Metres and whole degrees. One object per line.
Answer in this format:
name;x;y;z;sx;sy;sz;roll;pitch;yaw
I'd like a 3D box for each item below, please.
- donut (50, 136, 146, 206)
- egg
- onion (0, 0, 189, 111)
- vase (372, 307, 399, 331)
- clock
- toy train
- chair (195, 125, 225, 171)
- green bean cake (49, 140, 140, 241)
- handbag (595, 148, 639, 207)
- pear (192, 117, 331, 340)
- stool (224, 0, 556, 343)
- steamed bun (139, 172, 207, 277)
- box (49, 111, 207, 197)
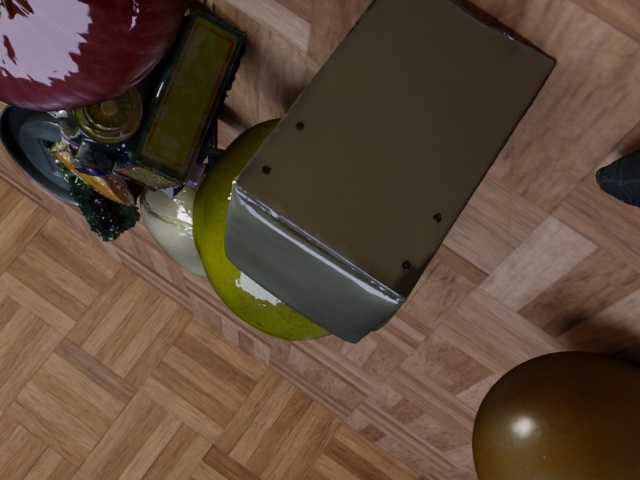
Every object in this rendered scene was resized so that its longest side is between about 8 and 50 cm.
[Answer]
donut;-0.326;-0.128;1.389;0.217;0.085;0.141;13;151;52
egg;0.370;0.297;1.173;0.351;0.282;0.282;24;162;8
onion;-0.276;-0.311;0.908;0.348;0.285;0.347;8;117;17
vase;0.000;0.000;1.382;0.299;0.143;0.143;34;164;20
clock;-0.511;-0.181;1.848;0.325;0.067;0.325;19;146;13
toy train;-0.211;-0.187;1.095;0.177;0.260;0.134;24;170;-25
chair;-0.138;-0.154;1.351;0.213;0.101;0.084;-1;165;-6
green bean cake;-0.407;-0.087;1.664;0.193;0.107;0.208;45;159;53
handbag;0.364;-0.006;0.734;0.270;0.088;0.175;33;171;9
pear;-0.026;-0.013;1.152;0.294;0.294;0.294;33;163;11
stool;0.050;-0.066;0.847;0.170;0.269;0.243;34;164;2
steamed bun;-0.242;-0.036;1.714;0.250;0.154;0.200;21;158;39
box;-0.333;-0.219;1.486;0.299;0.106;0.200;35;164;0
